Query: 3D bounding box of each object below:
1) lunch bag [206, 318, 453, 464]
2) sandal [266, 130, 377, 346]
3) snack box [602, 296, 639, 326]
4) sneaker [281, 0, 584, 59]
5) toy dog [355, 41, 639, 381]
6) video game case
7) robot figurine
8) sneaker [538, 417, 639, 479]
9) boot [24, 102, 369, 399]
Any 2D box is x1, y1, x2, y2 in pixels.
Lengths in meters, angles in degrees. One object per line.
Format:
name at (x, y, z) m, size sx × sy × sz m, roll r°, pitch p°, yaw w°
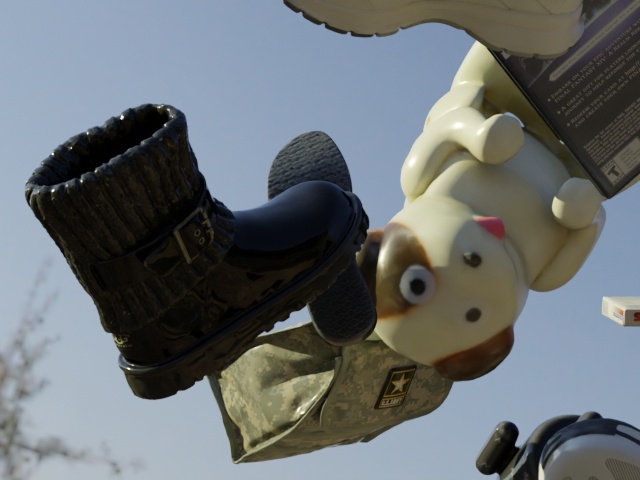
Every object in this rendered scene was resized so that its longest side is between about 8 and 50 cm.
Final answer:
lunch bag at (0.035, 0.173, 2.360) m, size 0.235 × 0.169 × 0.287 m, roll -5°, pitch -21°, yaw -42°
sandal at (-0.001, 0.001, 2.026) m, size 0.097 × 0.255 × 0.054 m, roll -12°, pitch -19°, yaw 3°
snack box at (0.390, 0.074, 1.892) m, size 0.178 × 0.022 × 0.064 m, roll 0°, pitch 9°, yaw -12°
sneaker at (0.085, -0.232, 1.446) m, size 0.297 × 0.111 × 0.129 m, roll 2°, pitch -53°, yaw -20°
toy dog at (0.179, -0.020, 2.262) m, size 0.284 × 0.408 × 0.395 m, roll 46°, pitch -51°, yaw -11°
video game case at (0.257, -0.199, 1.646) m, size 0.274 × 0.196 × 0.026 m, roll 49°, pitch 0°, yaw -21°
robot figurine at (0.332, 0.352, 2.498) m, size 0.173 × 0.209 × 0.278 m, roll -2°, pitch -33°, yaw -22°
sneaker at (0.341, 0.397, 1.734) m, size 0.169 × 0.448 × 0.257 m, roll -26°, pitch 7°, yaw 17°
boot at (-0.111, -0.034, 1.804) m, size 0.131 × 0.348 × 0.260 m, roll 3°, pitch -57°, yaw 46°
